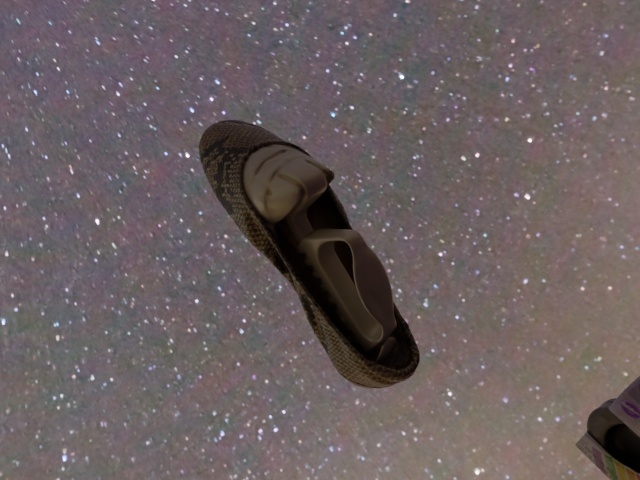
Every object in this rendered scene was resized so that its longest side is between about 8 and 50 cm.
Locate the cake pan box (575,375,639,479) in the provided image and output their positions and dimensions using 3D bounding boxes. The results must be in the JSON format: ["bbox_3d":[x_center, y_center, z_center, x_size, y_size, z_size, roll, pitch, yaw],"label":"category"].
[{"bbox_3d":[0.562,0.364,0.961,0.070,0.267,0.246,-29,-32,-22],"label":"cake pan box"}]

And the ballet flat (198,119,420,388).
[{"bbox_3d":[0.000,0.000,0.872,0.164,0.182,0.483,-33,-90,-25],"label":"ballet flat"}]
